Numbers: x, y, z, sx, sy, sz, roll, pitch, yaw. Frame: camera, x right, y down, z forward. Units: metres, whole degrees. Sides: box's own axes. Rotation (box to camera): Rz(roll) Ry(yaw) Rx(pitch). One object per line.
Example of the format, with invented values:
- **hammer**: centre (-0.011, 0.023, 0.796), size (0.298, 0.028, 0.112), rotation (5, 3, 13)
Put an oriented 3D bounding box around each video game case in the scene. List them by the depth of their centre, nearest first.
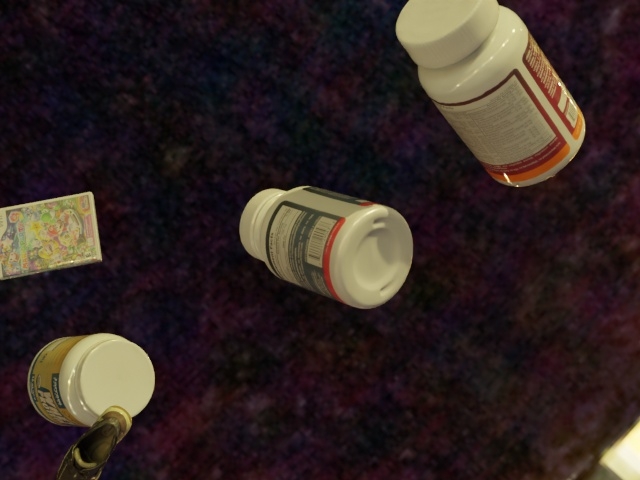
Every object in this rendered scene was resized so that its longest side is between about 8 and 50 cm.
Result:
- **video game case**: centre (-0.325, -0.006, 1.371), size (0.122, 0.087, 0.011), rotation (-11, 164, -1)

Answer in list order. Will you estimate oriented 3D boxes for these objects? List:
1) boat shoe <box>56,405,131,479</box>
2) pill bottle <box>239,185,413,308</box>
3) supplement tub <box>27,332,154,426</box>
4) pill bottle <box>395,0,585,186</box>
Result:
- **boat shoe**: centre (-0.303, 0.278, 1.494), size (0.152, 0.056, 0.049), rotation (-56, 174, 14)
- **pill bottle**: centre (0.000, 0.000, 1.221), size (0.108, 0.180, 0.108), rotation (-13, 111, -38)
- **supplement tub**: centre (-0.358, 0.219, 1.804), size (0.144, 0.144, 0.199), rotation (-30, -170, -34)
- **pill bottle**: centre (0.177, -0.166, 1.199), size (0.121, 0.121, 0.221), rotation (-46, 126, -3)
